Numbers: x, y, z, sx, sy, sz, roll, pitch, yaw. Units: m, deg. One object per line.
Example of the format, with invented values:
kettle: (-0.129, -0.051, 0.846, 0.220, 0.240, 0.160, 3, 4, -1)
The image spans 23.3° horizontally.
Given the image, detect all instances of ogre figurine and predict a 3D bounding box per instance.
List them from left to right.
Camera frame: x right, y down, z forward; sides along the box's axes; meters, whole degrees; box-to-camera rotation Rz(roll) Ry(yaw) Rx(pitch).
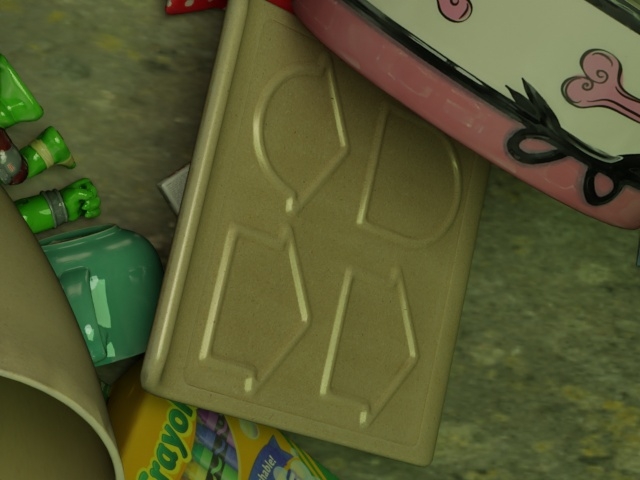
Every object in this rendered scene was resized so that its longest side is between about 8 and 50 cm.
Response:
ogre figurine: (-0.265, -0.067, 1.221, 0.118, 0.097, 0.197, -37, 148, -10)

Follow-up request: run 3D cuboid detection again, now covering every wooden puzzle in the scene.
wooden puzzle: (0.000, 0.000, 1.287, 0.348, 0.080, 0.322, 22, 76, -43)

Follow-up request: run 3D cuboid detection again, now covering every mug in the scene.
mug: (-0.179, 0.042, 1.229, 0.129, 0.157, 0.097, -18, 99, -36)

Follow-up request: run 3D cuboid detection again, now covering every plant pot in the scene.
plant pot: (-0.272, 0.074, 1.075, 0.256, 0.274, 0.256, -6, 133, -6)

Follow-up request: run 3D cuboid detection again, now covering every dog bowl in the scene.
dog bowl: (0.155, -0.161, 1.232, 0.408, 0.408, 0.150, 29, 104, -19)

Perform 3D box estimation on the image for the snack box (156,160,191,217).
snack box: (-0.051, -0.070, 1.342, 0.178, 0.022, 0.064, -35, 103, -15)

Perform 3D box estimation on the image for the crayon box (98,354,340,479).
crayon box: (-0.089, 0.224, 1.248, 0.323, 0.203, 0.083, 40, 120, -17)

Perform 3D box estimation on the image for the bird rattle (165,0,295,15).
bird rattle: (-0.055, -0.307, 1.280, 0.207, 0.143, 0.253, -38, 108, -31)

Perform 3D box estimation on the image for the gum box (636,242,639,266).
gum box: (0.408, 0.021, 1.429, 0.157, 0.184, 0.041, 8, 89, -21)
